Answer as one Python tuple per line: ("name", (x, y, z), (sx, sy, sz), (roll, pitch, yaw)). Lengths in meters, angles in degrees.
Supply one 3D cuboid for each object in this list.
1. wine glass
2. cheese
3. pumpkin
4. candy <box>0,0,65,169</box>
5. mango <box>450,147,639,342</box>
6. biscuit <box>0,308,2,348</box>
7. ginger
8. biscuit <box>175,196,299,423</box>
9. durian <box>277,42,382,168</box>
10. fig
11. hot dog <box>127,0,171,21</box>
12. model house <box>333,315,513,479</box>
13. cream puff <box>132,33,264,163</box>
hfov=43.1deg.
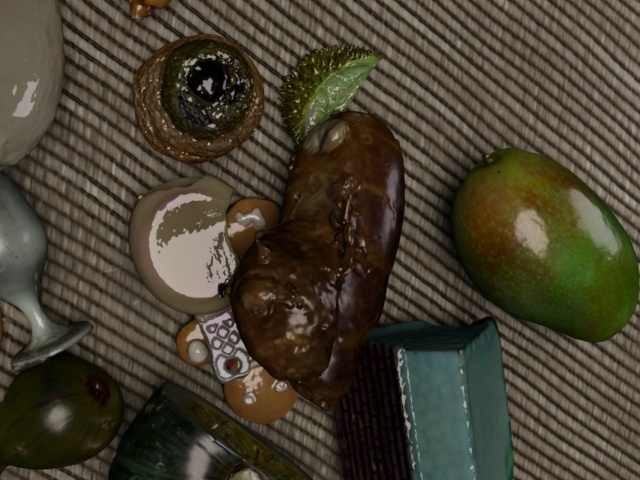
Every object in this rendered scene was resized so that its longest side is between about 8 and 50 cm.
("wine glass", (-0.399, 0.037, 1.048), (0.126, 0.126, 0.241), (-25, 105, -12))
("cheese", (-0.155, 0.055, 1.099), (0.163, 0.082, 0.286), (-21, 98, -7))
("pumpkin", (-0.147, 0.349, 1.071), (0.293, 0.263, 0.197), (36, 82, -3))
("candy", (-0.489, -0.270, 0.940), (0.386, 0.186, 0.426), (10, 71, -28))
("mango", (0.346, 0.025, 1.218), (0.382, 0.201, 0.225), (42, 61, -25))
("biscuit", (-0.507, 0.138, 1.025), (0.203, 0.041, 0.260), (11, 74, -46))
("ginger", (0.000, 0.000, 1.068), (0.254, 0.176, 0.418), (36, 65, -56))
("biscuit", (-0.108, 0.107, 1.176), (0.216, 0.047, 0.339), (-13, 97, -13))
("durian", (-0.001, -0.207, 1.167), (0.215, 0.086, 0.100), (-48, 119, -2))
("fig", (-0.391, 0.259, 1.090), (0.259, 0.151, 0.151), (-35, 103, 14))
("hot dog", (-0.203, -0.408, 1.094), (0.102, 0.076, 0.249), (23, 86, 21))
("model house", (0.130, 0.263, 1.196), (0.249, 0.230, 0.280), (-5, 94, 27))
("cream puff", (-0.155, -0.190, 1.075), (0.183, 0.169, 0.183), (-2, 95, -17))
